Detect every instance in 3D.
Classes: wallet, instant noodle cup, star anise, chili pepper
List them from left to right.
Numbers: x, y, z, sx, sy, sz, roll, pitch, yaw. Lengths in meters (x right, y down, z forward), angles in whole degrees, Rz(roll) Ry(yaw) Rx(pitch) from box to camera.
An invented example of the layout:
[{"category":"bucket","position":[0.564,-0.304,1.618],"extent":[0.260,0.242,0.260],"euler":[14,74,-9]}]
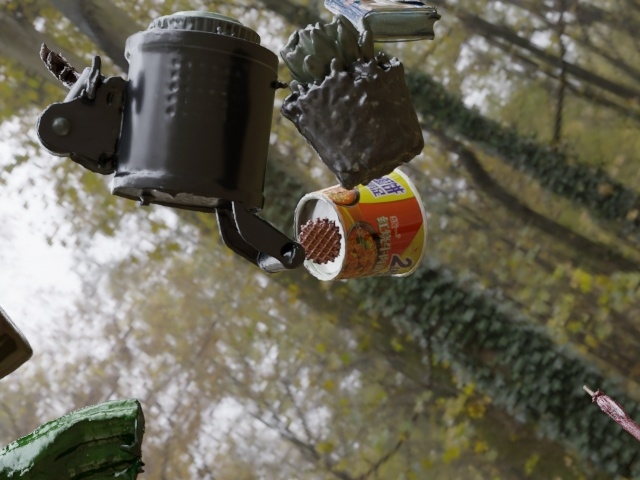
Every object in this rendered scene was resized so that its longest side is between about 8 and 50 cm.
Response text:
[{"category":"chili pepper","position":[-0.448,0.404,1.934],"extent":[0.384,0.167,0.213],"euler":[-27,-62,3]},{"category":"star anise","position":[-0.474,-0.313,2.164],"extent":[0.042,0.141,0.141],"euler":[-50,-22,3]},{"category":"instant noodle cup","position":[0.065,-0.019,2.084],"extent":[0.174,0.213,0.213],"euler":[-13,-47,-32]},{"category":"wallet","position":[0.101,-0.372,1.874],"extent":[0.141,0.202,0.059],"euler":[-6,-66,-16]}]

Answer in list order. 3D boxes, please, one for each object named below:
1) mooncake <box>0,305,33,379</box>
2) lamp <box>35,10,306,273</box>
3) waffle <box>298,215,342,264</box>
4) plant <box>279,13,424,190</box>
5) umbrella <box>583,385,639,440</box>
[{"category":"mooncake","position":[-0.653,0.137,2.028],"extent":[0.161,0.290,0.290],"euler":[-38,-27,-14]},{"category":"lamp","position":[-0.151,-0.155,1.490],"extent":[0.272,0.374,0.205],"euler":[-65,9,-8]},{"category":"waffle","position":[0.000,0.000,1.968],"extent":[0.029,0.075,0.083],"euler":[-71,-23,-76]},{"category":"plant","position":[0.035,-0.166,1.356],"extent":[0.129,0.195,0.132],"euler":[-27,-5,29]},{"category":"umbrella","position":[0.435,0.255,1.658],"extent":[0.025,0.165,0.027],"euler":[-39,-51,-4]}]
